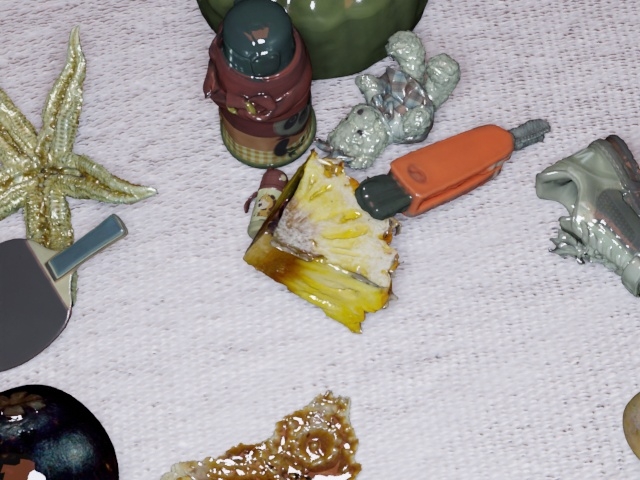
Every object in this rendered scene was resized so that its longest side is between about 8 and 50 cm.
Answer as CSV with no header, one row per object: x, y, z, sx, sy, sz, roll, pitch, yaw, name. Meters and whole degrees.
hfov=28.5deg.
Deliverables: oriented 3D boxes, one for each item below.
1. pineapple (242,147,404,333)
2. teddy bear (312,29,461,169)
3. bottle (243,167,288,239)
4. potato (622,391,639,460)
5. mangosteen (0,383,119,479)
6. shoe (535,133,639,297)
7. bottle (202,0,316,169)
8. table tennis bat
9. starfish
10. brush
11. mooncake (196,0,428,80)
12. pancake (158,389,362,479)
0.000,0.000,1.583,0.186,0.114,0.236,-13,63,-35,pineapple
0.093,-0.171,1.692,0.213,0.111,0.133,-47,52,4,teddy bear
-0.068,-0.049,1.659,0.063,0.047,0.101,12,64,-5,bottle
0.447,0.227,1.485,0.176,0.137,0.137,15,65,31,potato
-0.333,0.289,1.432,0.243,0.243,0.243,0,65,1,mangosteen
0.368,0.010,1.596,0.149,0.109,0.293,-20,64,-3,shoe
-0.078,-0.200,1.604,0.143,0.271,0.156,-13,66,-4,bottle
-0.358,0.056,1.589,0.274,0.021,0.154,-35,76,6,table tennis bat
-0.360,-0.105,1.661,0.347,0.078,0.358,24,83,19,starfish
0.179,-0.095,1.638,0.323,0.051,0.070,-23,61,-29,brush
-0.015,-0.409,1.744,0.356,0.194,0.356,0,65,0,mooncake
-0.048,0.275,1.505,0.266,0.057,0.244,23,67,12,pancake
